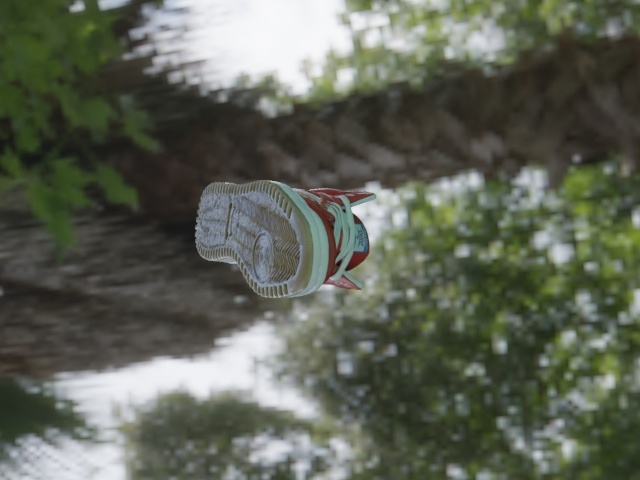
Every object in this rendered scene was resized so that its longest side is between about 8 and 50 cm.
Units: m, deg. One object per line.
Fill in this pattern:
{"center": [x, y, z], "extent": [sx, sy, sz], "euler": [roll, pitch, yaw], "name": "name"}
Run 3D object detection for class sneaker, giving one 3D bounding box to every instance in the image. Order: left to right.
{"center": [0.000, 0.000, 0.709], "extent": [0.067, 0.118, 0.042], "euler": [7, -84, -21], "name": "sneaker"}
